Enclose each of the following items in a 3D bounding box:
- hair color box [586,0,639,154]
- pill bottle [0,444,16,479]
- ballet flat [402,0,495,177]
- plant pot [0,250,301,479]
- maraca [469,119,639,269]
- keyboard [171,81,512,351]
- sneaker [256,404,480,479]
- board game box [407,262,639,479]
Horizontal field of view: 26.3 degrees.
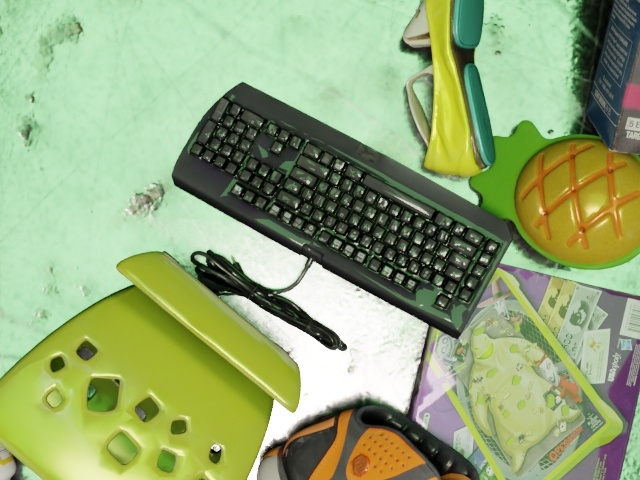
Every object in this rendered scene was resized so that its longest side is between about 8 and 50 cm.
[{"bbox_3d":[0.367,-0.244,1.219,0.174,0.105,0.347,6,115,-6],"label":"hair color box"},{"bbox_3d":[-0.325,0.202,1.284,0.065,0.065,0.116,-24,89,-2],"label":"pill bottle"},{"bbox_3d":[0.118,-0.174,1.306,0.077,0.077,0.231,-5,90,26],"label":"ballet flat"},{"bbox_3d":[-0.145,0.139,1.214,0.227,0.228,0.207,39,83,-2],"label":"plant pot"},{"bbox_3d":[0.231,-0.044,1.292,0.186,0.099,0.127,24,85,25],"label":"maraca"},{"bbox_3d":[0.000,0.000,1.292,0.317,0.033,0.201,28,90,9],"label":"keyboard"},{"bbox_3d":[0.071,0.291,1.202,0.180,0.124,0.321,-32,68,21],"label":"sneaker"},{"bbox_3d":[0.182,0.201,1.308,0.208,0.056,0.346,14,88,-5],"label":"board game box"}]
